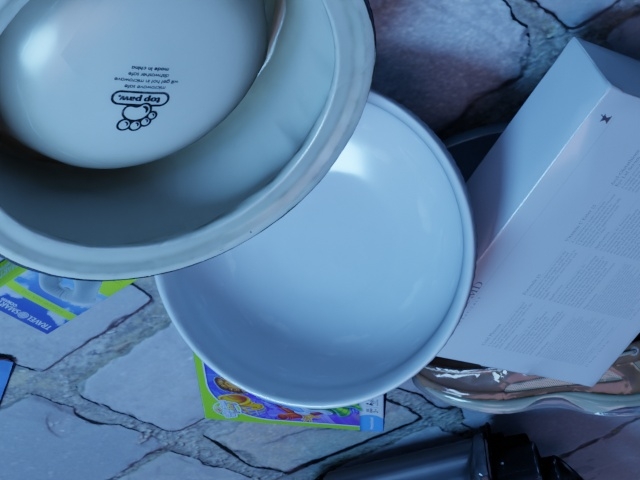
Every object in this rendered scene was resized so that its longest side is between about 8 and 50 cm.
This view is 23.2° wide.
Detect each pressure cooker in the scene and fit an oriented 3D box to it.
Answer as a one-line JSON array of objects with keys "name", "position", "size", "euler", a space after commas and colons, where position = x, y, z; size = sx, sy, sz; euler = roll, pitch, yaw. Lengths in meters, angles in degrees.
[{"name": "pressure cooker", "position": [0.207, 0.459, 2.188], "size": [0.420, 0.376, 0.370], "euler": [-14, 167, 8]}]

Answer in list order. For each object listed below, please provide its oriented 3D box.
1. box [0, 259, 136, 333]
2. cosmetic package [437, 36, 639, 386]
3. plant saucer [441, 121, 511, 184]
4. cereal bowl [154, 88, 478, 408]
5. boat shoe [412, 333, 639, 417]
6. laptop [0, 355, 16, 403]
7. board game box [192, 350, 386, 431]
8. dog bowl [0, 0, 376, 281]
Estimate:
[{"name": "box", "position": [-0.311, 0.046, 1.814], "size": [0.178, 0.042, 0.109], "euler": [-31, 137, 26]}, {"name": "cosmetic package", "position": [0.286, -0.016, 1.692], "size": [0.284, 0.097, 0.377], "euler": [12, 126, -36]}, {"name": "plant saucer", "position": [0.209, -0.037, 1.795], "size": [0.317, 0.044, 0.318], "euler": [-4, 143, -3]}, {"name": "cereal bowl", "position": [0.000, 0.000, 1.626], "size": [0.339, 0.339, 0.141], "euler": [-15, 180, 10]}, {"name": "boat shoe", "position": [0.280, 0.153, 2.017], "size": [0.324, 0.123, 0.116], "euler": [1, 109, 3]}, {"name": "laptop", "position": [-0.621, 0.330, 1.986], "size": [0.382, 0.408, 0.236], "euler": [8, 174, -19]}, {"name": "board game box", "position": [-0.036, 0.103, 1.869], "size": [0.233, 0.078, 0.347], "euler": [3, 143, 5]}, {"name": "dog bowl", "position": [-0.163, -0.162, 1.401], "size": [0.408, 0.150, 0.408], "euler": [-17, 137, -16]}]
